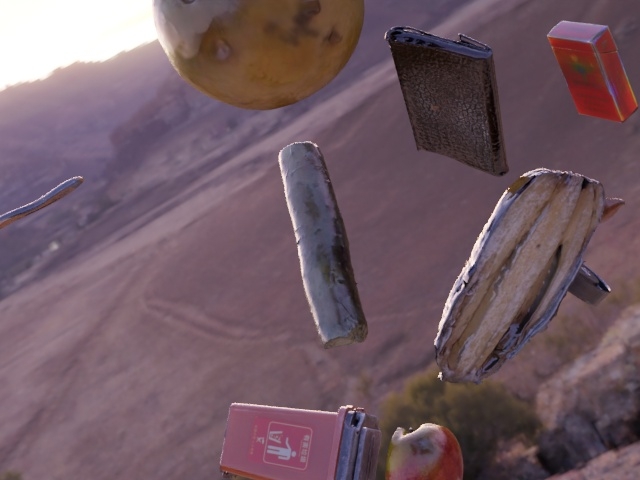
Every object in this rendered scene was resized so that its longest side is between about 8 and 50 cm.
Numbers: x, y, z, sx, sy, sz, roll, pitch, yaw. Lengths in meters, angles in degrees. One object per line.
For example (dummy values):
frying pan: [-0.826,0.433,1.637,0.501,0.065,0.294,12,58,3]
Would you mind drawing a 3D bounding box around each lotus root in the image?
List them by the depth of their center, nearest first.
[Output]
lotus root: [0.240,0.043,1.365,0.329,0.167,0.078,-62,30,21]

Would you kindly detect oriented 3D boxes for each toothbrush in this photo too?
toothbrush: [-0.553,-0.039,1.880,0.321,0.031,0.023,-29,-18,15]

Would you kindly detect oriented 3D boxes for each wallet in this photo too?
wallet: [0.164,-0.171,1.309,0.133,0.243,0.039,19,68,25]

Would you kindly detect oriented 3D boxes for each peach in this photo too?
peach: [0.161,0.362,1.640,0.151,0.151,0.118,-31,38,-5]

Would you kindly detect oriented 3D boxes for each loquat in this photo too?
loquat: [-0.065,-0.253,1.152,0.244,0.244,0.244,-29,11,6]

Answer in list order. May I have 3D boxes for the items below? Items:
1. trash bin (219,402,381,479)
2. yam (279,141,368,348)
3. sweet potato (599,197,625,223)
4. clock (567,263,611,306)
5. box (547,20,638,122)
trash bin: [-0.027,0.340,1.719,0.238,0.161,0.184,6,-11,21]
yam: [0.000,0.000,1.375,0.071,0.317,0.067,-14,-33,0]
sweet potato: [0.421,-0.041,1.599,0.095,0.034,0.034,-37,3,44]
clock: [0.466,0.056,2.007,0.040,0.184,0.184,-55,5,15]
box: [0.473,-0.294,1.831,0.048,0.175,0.112,-41,33,-15]
